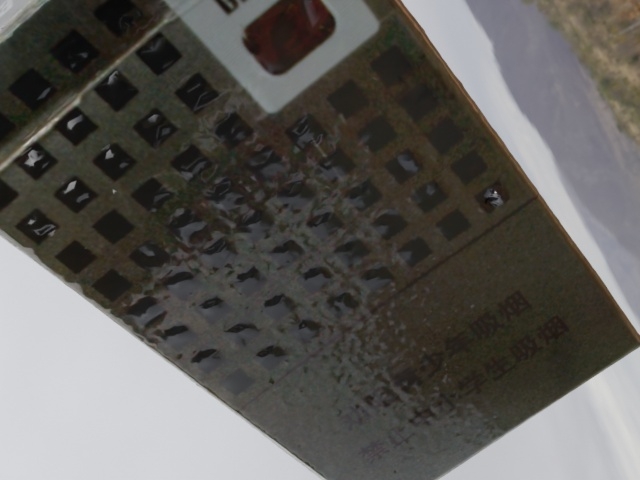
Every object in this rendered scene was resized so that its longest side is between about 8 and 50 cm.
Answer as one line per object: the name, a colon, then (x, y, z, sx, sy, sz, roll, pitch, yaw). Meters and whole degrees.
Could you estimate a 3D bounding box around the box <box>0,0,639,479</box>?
box: (0.001, -0.001, 0.384, 0.325, 0.180, 0.047, 45, -166, -33)
